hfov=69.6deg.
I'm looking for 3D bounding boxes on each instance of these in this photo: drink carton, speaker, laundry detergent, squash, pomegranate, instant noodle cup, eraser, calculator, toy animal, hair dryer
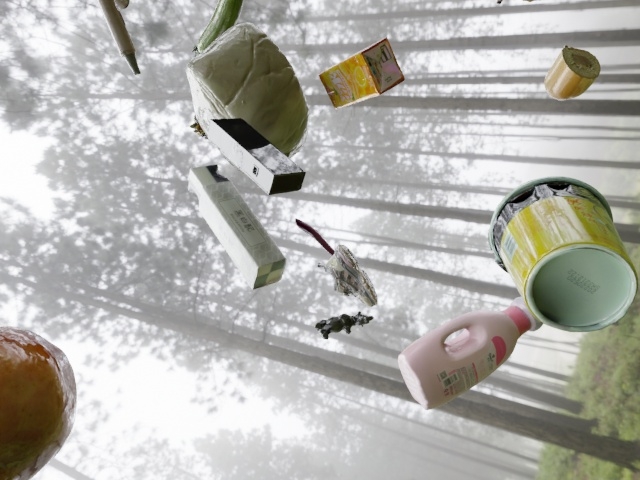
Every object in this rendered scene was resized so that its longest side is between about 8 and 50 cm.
[{"bbox_3d":[0.083,-0.360,1.016,0.071,0.223,0.096,-34,-72,-15],"label":"drink carton"},{"bbox_3d":[-0.127,-0.166,0.888,0.082,0.218,0.044,-16,-43,-43],"label":"speaker"},{"bbox_3d":[0.335,0.227,1.001,0.335,0.088,0.159,-27,-75,-13],"label":"laundry detergent"},{"bbox_3d":[-0.281,-0.636,1.326,0.071,0.318,0.080,53,-135,4],"label":"squash"},{"bbox_3d":[-0.391,0.199,0.537,0.209,0.209,0.209,-32,-54,-57],"label":"pomegranate"},{"bbox_3d":[0.394,0.025,0.757,0.236,0.215,0.216,-57,-32,-62],"label":"instant noodle cup"},{"bbox_3d":[-0.241,-0.050,1.286,0.098,0.404,0.096,-18,-33,-35],"label":"eraser"},{"bbox_3d":[0.000,0.000,1.465,0.034,0.190,0.126,-48,-13,-1],"label":"calculator"},{"bbox_3d":[0.055,0.187,1.046,0.065,0.135,0.047,59,-165,-85],"label":"toy animal"},{"bbox_3d":[-0.430,-0.451,0.926,0.195,0.053,0.220,-8,-98,-85],"label":"hair dryer"}]

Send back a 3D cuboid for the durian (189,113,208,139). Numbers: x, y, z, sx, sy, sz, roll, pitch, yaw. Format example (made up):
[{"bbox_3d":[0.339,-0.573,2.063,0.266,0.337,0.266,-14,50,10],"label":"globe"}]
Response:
[{"bbox_3d":[-0.377,-0.520,1.816,0.258,0.258,0.293,0,-67,-64],"label":"durian"}]

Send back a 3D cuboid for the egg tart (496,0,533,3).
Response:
[{"bbox_3d":[0.325,-0.473,0.731,0.132,0.341,0.341,84,-151,-43],"label":"egg tart"}]

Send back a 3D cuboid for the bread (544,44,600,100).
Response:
[{"bbox_3d":[0.333,-0.219,0.598,0.103,0.062,0.049,20,-120,-77],"label":"bread"}]

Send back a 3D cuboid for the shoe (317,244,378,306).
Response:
[{"bbox_3d":[0.070,0.103,1.165,0.180,0.092,0.089,56,-169,-3],"label":"shoe"}]

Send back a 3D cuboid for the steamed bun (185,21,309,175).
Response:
[{"bbox_3d":[-0.149,-0.307,1.131,0.247,0.236,0.383,-44,-19,-17],"label":"steamed bun"}]
